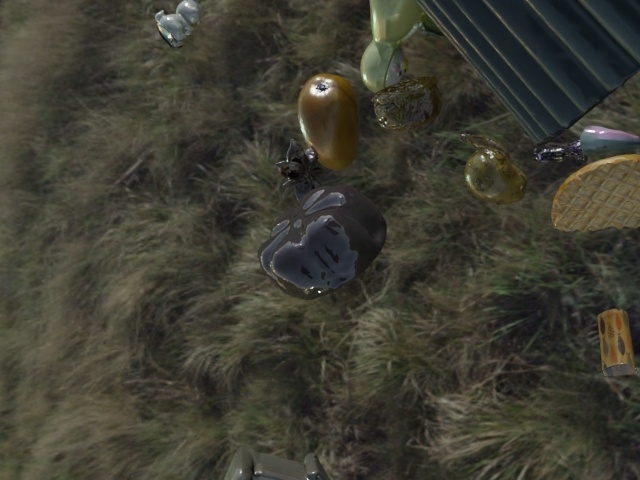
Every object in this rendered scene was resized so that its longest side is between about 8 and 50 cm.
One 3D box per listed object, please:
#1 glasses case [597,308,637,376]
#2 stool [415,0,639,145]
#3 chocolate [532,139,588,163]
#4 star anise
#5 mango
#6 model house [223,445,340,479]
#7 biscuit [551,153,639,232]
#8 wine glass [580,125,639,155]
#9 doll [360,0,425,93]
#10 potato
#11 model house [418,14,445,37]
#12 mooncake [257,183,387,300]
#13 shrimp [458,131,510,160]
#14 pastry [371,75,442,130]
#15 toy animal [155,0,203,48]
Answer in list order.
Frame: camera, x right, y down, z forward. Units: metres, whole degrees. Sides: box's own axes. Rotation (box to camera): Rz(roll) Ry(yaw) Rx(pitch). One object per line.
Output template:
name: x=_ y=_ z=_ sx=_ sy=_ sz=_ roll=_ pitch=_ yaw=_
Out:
glasses case: x=0.654 y=0.224 z=1.354 sx=0.064 sy=0.170 sz=0.041 roll=-13 pitch=122 yaw=28
stool: x=0.151 y=-0.283 z=0.422 sx=0.330 sy=0.297 sz=0.297 roll=46 pitch=125 yaw=4
chocolate: x=0.649 y=-0.233 z=1.664 sx=0.147 sy=0.072 sz=0.070 roll=-11 pitch=84 yaw=41
star anise: x=-0.049 y=-0.216 z=1.911 sx=0.073 sy=0.212 sz=0.197 roll=-6 pitch=54 yaw=40
mango: x=0.041 y=-0.426 z=2.264 sx=0.221 sy=0.264 sz=0.378 roll=-1 pitch=129 yaw=20
model house: x=-0.065 y=0.368 z=0.773 sx=0.122 sy=0.188 sz=0.229 roll=-109 pitch=40 yaw=-62
biscuit: x=0.706 y=-0.109 z=1.440 sx=0.309 sy=0.040 sz=0.204 roll=-6 pitch=129 yaw=18
wine glass: x=0.690 y=-0.230 z=1.410 sx=0.155 sy=0.073 sz=0.073 roll=9 pitch=97 yaw=44
doll: x=0.138 y=-0.394 z=1.127 sx=0.117 sy=0.141 sz=0.296 roll=10 pitch=122 yaw=13
potato: x=0.437 y=-0.153 z=1.534 sx=0.137 sy=0.176 sz=0.137 roll=-49 pitch=19 yaw=23
model house: x=0.240 y=-0.633 z=1.615 sx=0.211 sy=0.194 sz=0.170 roll=21 pitch=116 yaw=39
mooncake: x=0.000 y=0.000 z=1.159 sx=0.245 sy=0.133 sz=0.245 roll=-37 pitch=22 yaw=18
shrimp: x=0.464 y=-0.261 z=1.731 sx=0.162 sy=0.095 sz=0.045 roll=30 pitch=83 yaw=31
pastry: x=0.125 y=-0.196 z=0.874 sx=0.097 sy=0.109 sz=0.057 roll=-2 pitch=115 yaw=37
toy animal: x=-0.292 y=-0.478 z=1.310 sx=0.085 sy=0.124 sz=0.071 roll=42 pitch=168 yaw=4
